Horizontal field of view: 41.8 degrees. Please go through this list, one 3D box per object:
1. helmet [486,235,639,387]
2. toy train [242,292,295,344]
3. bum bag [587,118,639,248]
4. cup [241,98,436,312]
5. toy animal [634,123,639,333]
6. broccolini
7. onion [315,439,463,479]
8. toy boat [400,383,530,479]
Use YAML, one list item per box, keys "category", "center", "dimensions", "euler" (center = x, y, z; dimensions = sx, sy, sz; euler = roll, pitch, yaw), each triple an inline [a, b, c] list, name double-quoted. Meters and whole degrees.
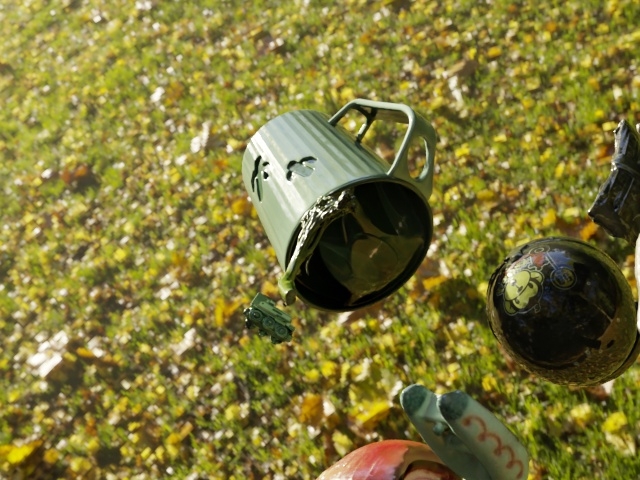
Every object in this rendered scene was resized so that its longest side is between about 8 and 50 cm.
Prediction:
- category: "helmet"
  center: [0.392, 0.133, 1.327]
  dimensions: [0.230, 0.279, 0.160]
  euler: [-39, 1, 15]
- category: "toy train"
  center: [-0.074, 0.119, 1.249]
  dimensions: [0.083, 0.033, 0.053]
  euler: [30, 49, 4]
- category: "bum bag"
  center: [0.443, -0.075, 1.195]
  dimensions: [0.102, 0.069, 0.248]
  euler: [34, 50, 0]
- category: "cup"
  center: [0.055, -0.096, 1.741]
  dimensions: [0.401, 0.310, 0.392]
  euler: [-28, 41, -6]
- category: "toy animal"
  center: [0.349, -0.013, 0.791]
  dimensions: [0.225, 0.284, 0.302]
  euler: [-38, 46, 37]
- category: "broccolini"
  center: [-0.002, 0.005, 1.186]
  dimensions: [0.123, 0.062, 0.271]
  euler: [-57, 6, 30]
- category: "onion"
  center: [0.093, 0.476, 1.210]
  dimensions: [0.341, 0.341, 0.341]
  euler: [-17, 42, 16]
- category: "toy boat"
  center: [0.189, 0.269, 1.092]
  dimensions: [0.134, 0.208, 0.079]
  euler: [-7, 43, 54]
